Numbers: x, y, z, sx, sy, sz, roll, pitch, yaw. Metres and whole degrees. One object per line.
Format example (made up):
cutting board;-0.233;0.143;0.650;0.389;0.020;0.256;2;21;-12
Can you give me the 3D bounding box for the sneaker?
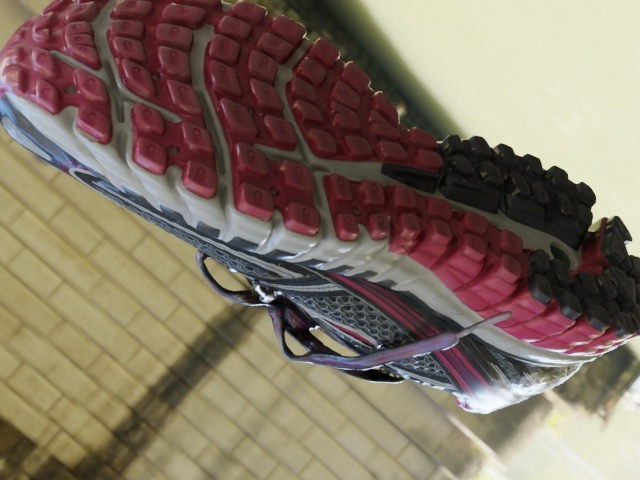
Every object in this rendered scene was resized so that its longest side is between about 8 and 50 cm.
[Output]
sneaker;0.000;0.000;0.489;0.299;0.112;0.121;27;-139;-22
